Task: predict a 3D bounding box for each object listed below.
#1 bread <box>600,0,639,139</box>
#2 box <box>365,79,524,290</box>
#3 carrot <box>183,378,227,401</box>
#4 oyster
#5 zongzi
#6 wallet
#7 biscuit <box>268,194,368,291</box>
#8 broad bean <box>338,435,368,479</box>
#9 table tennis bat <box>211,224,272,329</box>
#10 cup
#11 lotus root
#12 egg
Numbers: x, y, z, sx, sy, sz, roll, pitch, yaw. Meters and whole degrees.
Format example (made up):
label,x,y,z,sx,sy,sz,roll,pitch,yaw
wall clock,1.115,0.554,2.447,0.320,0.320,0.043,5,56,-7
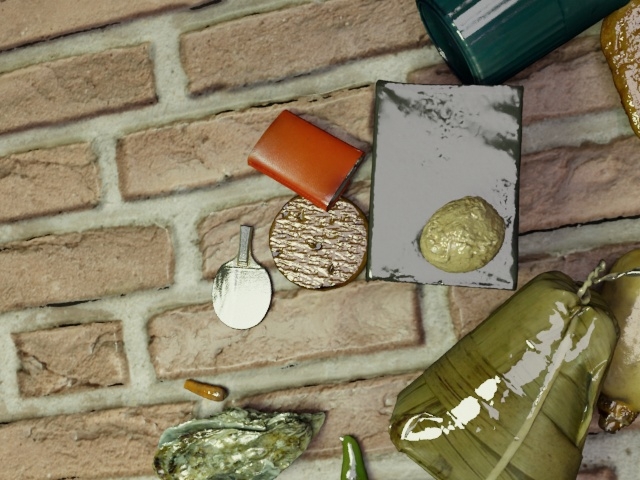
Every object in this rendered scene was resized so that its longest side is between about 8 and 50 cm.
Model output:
label,x,y,z,sx,sy,sz,roll,pitch,yaw
bread,0.610,-0.279,1.034,0.124,0.084,0.343,-20,85,27
box,0.219,-0.090,1.032,0.251,0.204,0.344,3,88,9
carrot,-0.240,0.313,1.186,0.093,0.032,0.032,13,90,13
oyster,-0.156,0.409,1.123,0.351,0.158,0.162,-19,127,1
zongzi,0.440,0.305,0.974,0.467,0.218,0.500,43,105,-2
wallet,-0.029,-0.163,1.143,0.204,0.045,0.142,32,83,18
biscuit,0.000,0.000,1.151,0.212,0.036,0.212,0,87,8
broad bean,0.080,0.530,1.115,0.060,0.043,0.297,-15,86,-2
table tennis bat,-0.161,0.077,1.186,0.130,0.019,0.220,5,90,9
cup,0.329,-0.455,1.010,0.292,0.242,0.307,-35,85,10
lotus root,0.561,0.174,0.994,0.169,0.151,0.342,17,96,29
egg,0.218,-0.010,0.868,0.140,0.116,0.118,-27,60,-19
